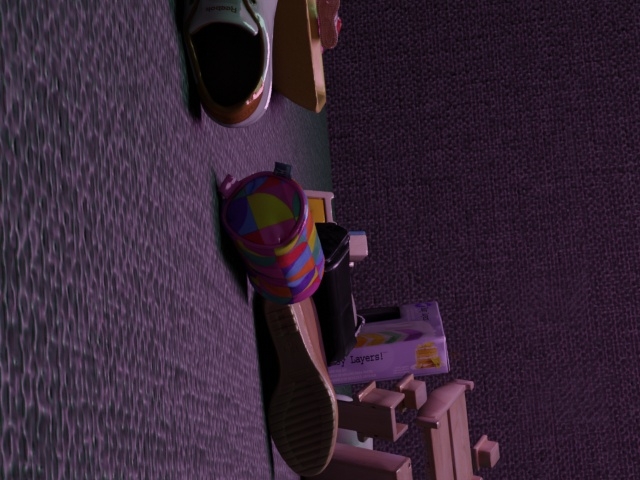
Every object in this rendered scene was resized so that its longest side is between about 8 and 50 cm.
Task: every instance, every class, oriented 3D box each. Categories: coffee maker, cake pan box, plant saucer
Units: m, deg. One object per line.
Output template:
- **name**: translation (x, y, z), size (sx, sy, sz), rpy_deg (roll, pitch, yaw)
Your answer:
- **coffee maker**: translation (-0.002, 0.088, 2.017), size (0.171, 0.120, 0.178), rpy_deg (-90, 172, -55)
- **cake pan box**: translation (0.087, 0.172, 2.296), size (0.267, 0.245, 0.070), rpy_deg (-74, 159, -79)
- **plant saucer**: translation (-0.051, -0.388, 2.332), size (0.333, 0.081, 0.333), rpy_deg (-75, 160, -81)

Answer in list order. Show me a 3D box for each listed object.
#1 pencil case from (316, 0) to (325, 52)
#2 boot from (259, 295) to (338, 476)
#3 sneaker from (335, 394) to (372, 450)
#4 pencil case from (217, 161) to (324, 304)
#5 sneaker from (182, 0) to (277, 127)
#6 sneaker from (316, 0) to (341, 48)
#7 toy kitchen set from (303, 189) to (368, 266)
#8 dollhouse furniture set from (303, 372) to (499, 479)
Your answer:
- **pencil case**: translation (-0.028, -0.407, 2.661), size (0.098, 0.095, 0.209), rpy_deg (54, 2, 5)
- **boot**: translation (-0.021, 0.165, 1.793), size (0.207, 0.090, 0.248), rpy_deg (-50, 130, -82)
- **sneaker**: translation (0.043, 0.418, 2.312), size (0.169, 0.108, 0.292), rpy_deg (-96, 180, -63)
- **pencil case**: translation (-0.052, -0.003, 1.558), size (0.236, 0.104, 0.104), rpy_deg (75, 10, -69)
- **sneaker**: translation (-0.084, -0.257, 1.344), size (0.123, 0.106, 0.290), rpy_deg (-77, 162, -87)
- **sneaker**: translation (0.016, -0.409, 2.459), size (0.067, 0.042, 0.118), rpy_deg (-80, 172, -64)
- **toy kitchen set**: translation (-0.012, -0.028, 2.384), size (0.207, 0.122, 0.166), rpy_deg (136, -49, -68)
- **dollhouse furniture set**: translation (0.132, 0.298, 2.211), size (0.355, 0.173, 0.303), rpy_deg (-37, 127, -51)
